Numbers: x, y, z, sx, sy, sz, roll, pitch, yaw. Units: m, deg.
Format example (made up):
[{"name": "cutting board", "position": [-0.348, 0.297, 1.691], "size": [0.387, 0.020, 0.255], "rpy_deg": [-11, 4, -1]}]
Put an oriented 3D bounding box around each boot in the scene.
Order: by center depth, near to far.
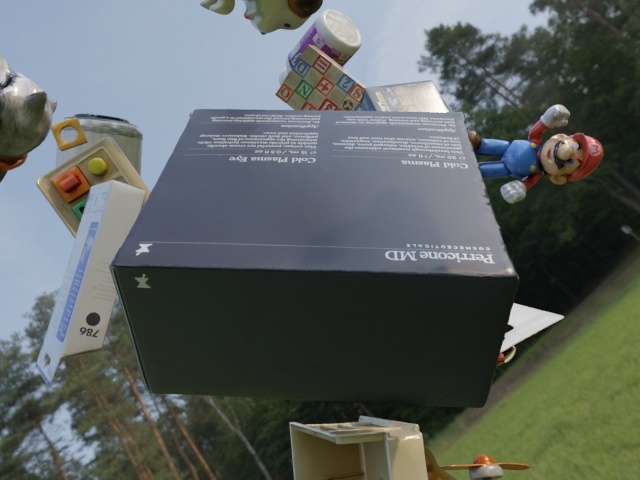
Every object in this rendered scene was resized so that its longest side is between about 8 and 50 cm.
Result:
[{"name": "boot", "position": [0.431, 0.310, 1.483], "size": [0.158, 0.059, 0.085], "rpy_deg": [-29, 5, -20]}]

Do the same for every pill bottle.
[{"name": "pill bottle", "position": [-0.012, -0.619, 1.949], "size": [0.169, 0.169, 0.301], "rpy_deg": [-18, -15, -44]}]

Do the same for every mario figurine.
[{"name": "mario figurine", "position": [0.517, -0.211, 1.393], "size": [0.170, 0.321, 0.198], "rpy_deg": [-76, -19, -52]}]

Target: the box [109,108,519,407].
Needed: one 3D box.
[{"name": "box", "position": [0.000, 0.000, 0.635], "size": [0.344, 0.312, 0.178], "rpy_deg": [2, -53, 3]}]

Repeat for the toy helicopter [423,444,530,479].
[{"name": "toy helicopter", "position": [0.264, 0.457, 1.009], "size": [0.140, 0.355, 0.234], "rpy_deg": [-31, 25, 43]}]

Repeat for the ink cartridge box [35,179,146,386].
[{"name": "ink cartridge box", "position": [-0.385, 0.068, 0.955], "size": [0.065, 0.165, 0.332], "rpy_deg": [20, -99, -32]}]

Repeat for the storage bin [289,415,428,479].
[{"name": "storage bin", "position": [0.054, 0.383, 0.773], "size": [0.123, 0.262, 0.260], "rpy_deg": [-2, -13, -16]}]

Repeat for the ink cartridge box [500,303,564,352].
[{"name": "ink cartridge box", "position": [0.170, 0.171, 1.004], "size": [0.308, 0.385, 0.091], "rpy_deg": [-15, -74, -37]}]

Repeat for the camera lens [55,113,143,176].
[{"name": "camera lens", "position": [-0.605, -0.198, 1.567], "size": [0.219, 0.220, 0.274], "rpy_deg": [0, -84, -58]}]

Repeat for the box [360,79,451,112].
[{"name": "box", "position": [0.219, -0.270, 1.337], "size": [0.184, 0.232, 0.059], "rpy_deg": [-12, -32, -18]}]

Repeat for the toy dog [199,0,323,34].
[{"name": "toy dog", "position": [-0.169, -0.733, 1.481], "size": [0.395, 0.285, 0.407], "rpy_deg": [-44, -60, -13]}]

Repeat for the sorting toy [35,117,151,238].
[{"name": "sorting toy", "position": [-0.508, -0.116, 1.287], "size": [0.196, 0.347, 0.047], "rpy_deg": [-35, 3, -12]}]

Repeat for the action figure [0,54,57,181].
[{"name": "action figure", "position": [-0.438, -0.143, 0.578], "size": [0.331, 0.340, 0.178], "rpy_deg": [-4, -17, -7]}]

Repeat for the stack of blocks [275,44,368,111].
[{"name": "stack of blocks", "position": [0.043, -0.399, 1.645], "size": [0.171, 0.297, 0.087], "rpy_deg": [-52, 0, 20]}]
